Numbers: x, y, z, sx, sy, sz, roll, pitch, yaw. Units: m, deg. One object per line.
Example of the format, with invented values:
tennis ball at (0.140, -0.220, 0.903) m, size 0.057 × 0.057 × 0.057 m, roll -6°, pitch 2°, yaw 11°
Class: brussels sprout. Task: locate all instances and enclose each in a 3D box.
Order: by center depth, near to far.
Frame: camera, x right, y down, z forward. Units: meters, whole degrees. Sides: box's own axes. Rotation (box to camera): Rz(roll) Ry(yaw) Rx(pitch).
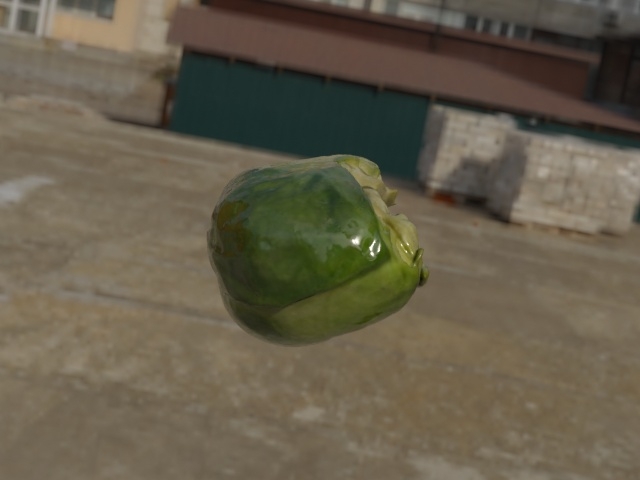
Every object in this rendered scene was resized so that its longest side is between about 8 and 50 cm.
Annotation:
brussels sprout at (-0.008, 0.003, 1.010) m, size 0.145 × 0.131 × 0.183 m, roll -24°, pitch 13°, yaw 3°
